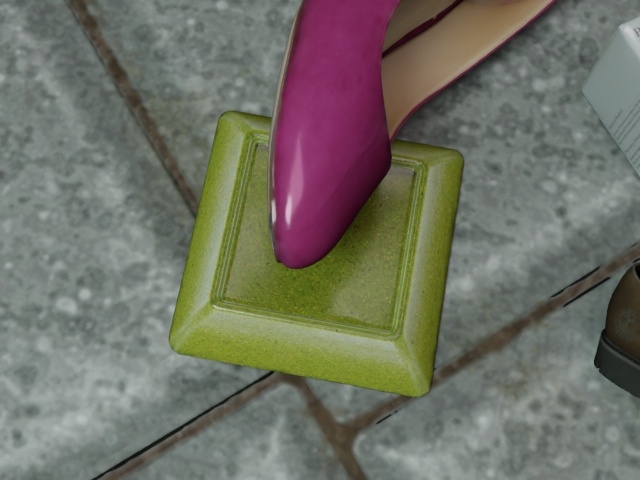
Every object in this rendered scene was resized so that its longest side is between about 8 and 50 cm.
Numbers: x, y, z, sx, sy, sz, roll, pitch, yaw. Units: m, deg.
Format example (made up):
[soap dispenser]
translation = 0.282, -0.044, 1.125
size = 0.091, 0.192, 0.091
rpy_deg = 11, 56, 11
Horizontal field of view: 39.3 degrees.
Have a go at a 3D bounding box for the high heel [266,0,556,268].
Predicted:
[high heel]
translation = 0.087, -0.128, 0.588
size = 0.181, 0.127, 0.377
rpy_deg = 11, 58, 12

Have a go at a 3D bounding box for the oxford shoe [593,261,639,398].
[oxford shoe]
translation = 0.267, 0.072, 0.528
size = 0.083, 0.227, 0.096
rpy_deg = -13, 116, -41

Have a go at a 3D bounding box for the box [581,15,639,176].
[box]
translation = 0.261, -0.116, 0.638
size = 0.101, 0.102, 0.087
rpy_deg = -27, 75, -7

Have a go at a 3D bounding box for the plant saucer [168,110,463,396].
[plant saucer]
translation = 0.000, 0.000, 0.632
size = 0.188, 0.045, 0.188
rpy_deg = 10, 75, 2
